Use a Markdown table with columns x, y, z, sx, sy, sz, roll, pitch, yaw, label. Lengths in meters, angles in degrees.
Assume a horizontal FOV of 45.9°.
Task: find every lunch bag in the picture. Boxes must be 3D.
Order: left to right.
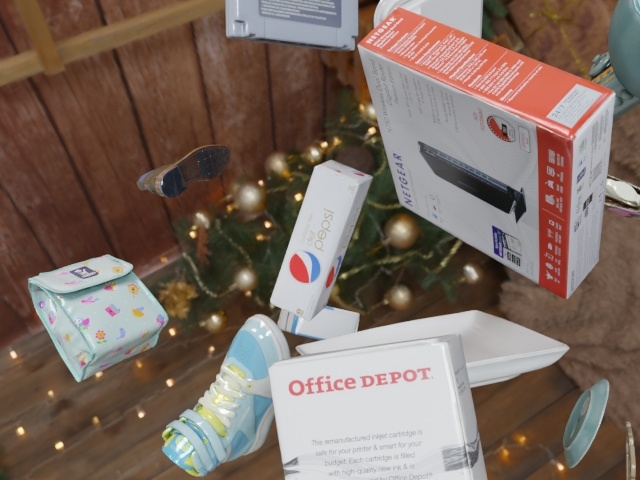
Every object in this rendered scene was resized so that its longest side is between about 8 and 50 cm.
| x | y | z | sx | sy | sz | roll | pitch | yaw | label |
| --- | --- | --- | --- | --- | --- | --- | --- | --- | --- |
| -0.521 | 0.155 | 1.757 | 0.262 | 0.223 | 0.160 | 52 | 135 | 16 | lunch bag |

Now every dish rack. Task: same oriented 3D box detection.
| x | y | z | sx | sy | sz | roll | pitch | yaw | label |
| --- | --- | --- | --- | --- | --- | --- | --- | --- | --- |
| 0.271 | -0.488 | 1.768 | 0.072 | 0.333 | 0.285 | 39 | 152 | 35 | dish rack |

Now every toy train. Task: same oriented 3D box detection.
| x | y | z | sx | sy | sz | roll | pitch | yaw | label |
| --- | --- | --- | --- | --- | --- | --- | --- | --- | --- |
| 0.713 | -0.379 | 1.730 | 0.142 | 0.190 | 0.334 | 39 | 157 | -5 | toy train |

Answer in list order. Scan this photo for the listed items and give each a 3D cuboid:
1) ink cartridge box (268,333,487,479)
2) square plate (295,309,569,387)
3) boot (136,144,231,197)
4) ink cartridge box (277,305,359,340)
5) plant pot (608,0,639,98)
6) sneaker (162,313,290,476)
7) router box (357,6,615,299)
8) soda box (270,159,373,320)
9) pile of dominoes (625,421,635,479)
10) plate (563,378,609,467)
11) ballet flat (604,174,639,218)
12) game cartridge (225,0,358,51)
| x | y | z | sx | sy | sz | roll | pitch | yaw | label |
| --- | --- | --- | --- | --- | --- | --- | --- | --- | --- |
| 0.076 | 0.261 | 0.853 | 0.121 | 0.211 | 0.289 | 5 | -105 | -71 | ink cartridge box |
| 0.154 | 0.184 | 1.192 | 0.347 | 0.344 | 0.049 | -164 | 64 | -79 | square plate |
| -0.303 | -0.161 | 1.678 | 0.106 | 0.219 | 0.082 | 6 | 118 | 40 | boot |
| -0.009 | 0.190 | 1.762 | 0.190 | 0.139 | 0.082 | 175 | 108 | -74 | ink cartridge box |
| 0.701 | -0.437 | 1.484 | 0.290 | 0.290 | 0.195 | 50 | -166 | 34 | plant pot |
| -0.170 | 0.287 | 1.312 | 0.127 | 0.208 | 0.319 | 32 | 124 | 30 | sneaker |
| 0.215 | -0.105 | 0.981 | 0.301 | 0.082 | 0.335 | 33 | 161 | 33 | router box |
| 0.000 | 0.000 | 1.072 | 0.069 | 0.074 | 0.216 | 23 | 109 | 13 | soda box |
| 0.563 | 0.485 | 1.415 | 0.196 | 0.040 | 0.251 | -5 | -85 | -70 | pile of dominoes |
| 0.512 | 0.354 | 1.481 | 0.024 | 0.188 | 0.188 | 24 | 154 | 10 | plate |
| 0.493 | -0.099 | 1.355 | 0.221 | 0.077 | 0.079 | 20 | 171 | 7 | ballet flat |
| -0.049 | -0.461 | 1.396 | 0.062 | 0.297 | 0.198 | 0 | 94 | 48 | game cartridge |
